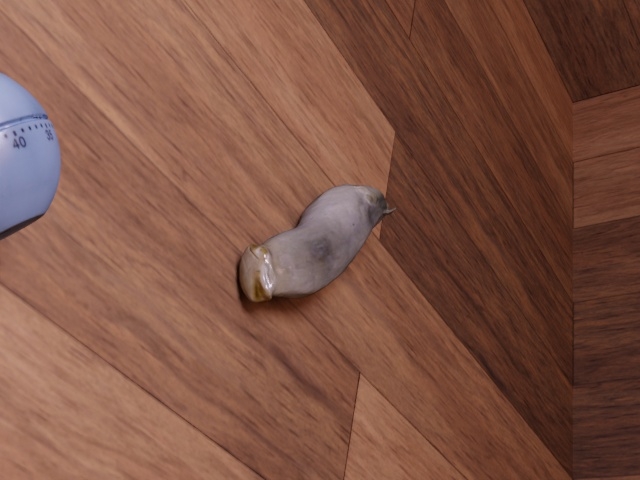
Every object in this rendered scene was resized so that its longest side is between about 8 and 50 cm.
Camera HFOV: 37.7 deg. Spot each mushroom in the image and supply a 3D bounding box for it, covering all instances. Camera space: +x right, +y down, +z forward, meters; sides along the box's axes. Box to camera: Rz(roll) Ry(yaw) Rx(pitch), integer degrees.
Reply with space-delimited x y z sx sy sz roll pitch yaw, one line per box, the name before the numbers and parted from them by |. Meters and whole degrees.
mushroom | 0.000 0.002 1.308 0.351 0.097 0.109 -39 113 -55

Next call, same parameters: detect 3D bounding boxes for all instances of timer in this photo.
timer | -0.320 -0.102 0.771 0.255 0.175 0.175 53 25 17
